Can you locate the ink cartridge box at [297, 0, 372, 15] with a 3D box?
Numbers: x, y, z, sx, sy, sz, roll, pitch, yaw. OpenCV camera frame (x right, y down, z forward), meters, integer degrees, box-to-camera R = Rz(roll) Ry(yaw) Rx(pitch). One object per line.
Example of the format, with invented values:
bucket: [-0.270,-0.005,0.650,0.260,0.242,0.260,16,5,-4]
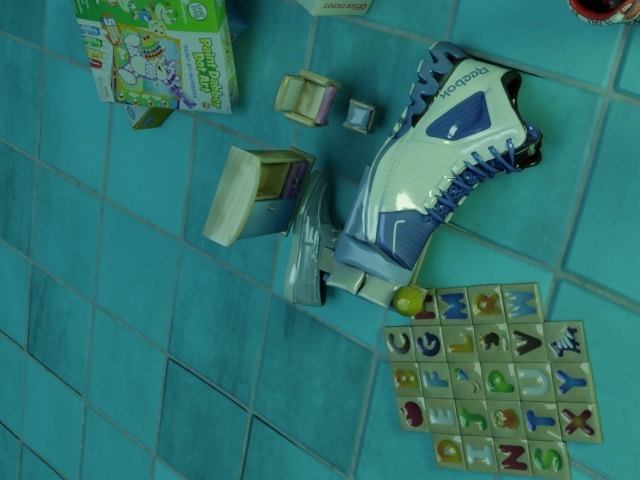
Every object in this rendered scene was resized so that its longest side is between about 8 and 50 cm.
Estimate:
ink cartridge box: [0.028,-0.428,1.298,0.127,0.128,0.176,49,129,22]

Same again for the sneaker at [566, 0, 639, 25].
sneaker: [0.402,-0.273,0.975,0.270,0.145,0.090,10,107,45]

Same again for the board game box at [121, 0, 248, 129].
board game box: [-0.289,-0.386,1.636,0.316,0.064,0.242,-37,75,41]

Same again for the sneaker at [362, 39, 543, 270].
sneaker: [0.186,-0.108,1.186,0.182,0.127,0.315,17,81,29]

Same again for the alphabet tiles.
alphabet tiles: [0.240,0.206,1.334,0.342,0.011,0.285,-7,96,43]

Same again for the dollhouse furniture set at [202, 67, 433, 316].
dollhouse furniture set: [0.039,-0.062,1.285,0.303,0.198,0.286,24,104,18]

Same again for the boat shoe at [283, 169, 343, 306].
boat shoe: [0.000,0.001,1.469,0.081,0.079,0.227,14,107,15]

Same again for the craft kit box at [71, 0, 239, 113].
craft kit box: [-0.271,-0.330,1.498,0.247,0.061,0.250,4,137,9]
